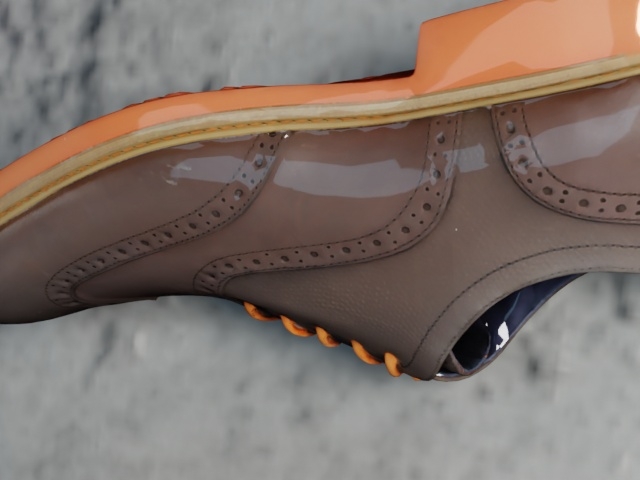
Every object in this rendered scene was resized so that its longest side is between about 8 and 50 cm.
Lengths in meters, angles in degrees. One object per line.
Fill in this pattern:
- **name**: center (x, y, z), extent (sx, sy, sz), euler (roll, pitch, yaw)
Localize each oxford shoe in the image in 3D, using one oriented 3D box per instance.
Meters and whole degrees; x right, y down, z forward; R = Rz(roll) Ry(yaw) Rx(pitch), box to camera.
- **oxford shoe**: center (0.000, 0.000, 0.559), extent (0.271, 0.097, 0.098), euler (-14, 89, 28)
